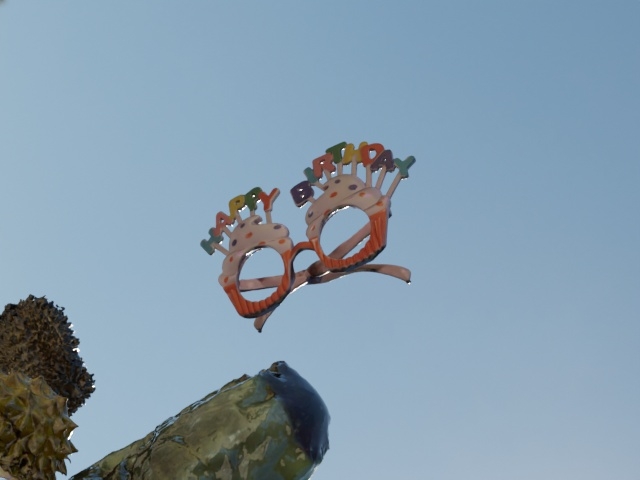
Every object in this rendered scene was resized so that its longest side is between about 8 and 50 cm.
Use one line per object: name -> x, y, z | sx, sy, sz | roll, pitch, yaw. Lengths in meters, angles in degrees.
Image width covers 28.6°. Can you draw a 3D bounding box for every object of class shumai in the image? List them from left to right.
shumai -> -0.126, 0.254, 1.483 | 0.309, 0.304, 0.263 | -22, 136, -82

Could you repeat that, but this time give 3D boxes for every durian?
durian -> -0.396, 0.212, 1.483 | 0.078, 0.224, 0.140 | -32, 147, -85
durian -> -0.416, 0.184, 1.883 | 0.167, 0.196, 0.196 | -49, -152, -11

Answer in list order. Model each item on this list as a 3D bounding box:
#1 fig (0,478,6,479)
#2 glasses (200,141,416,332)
fig -> -0.453, 0.428, 1.624 | 0.258, 0.326, 0.258 | 15, -61, 30
glasses -> -0.004, -0.008, 1.313 | 0.255, 0.095, 0.162 | -24, -121, 14
